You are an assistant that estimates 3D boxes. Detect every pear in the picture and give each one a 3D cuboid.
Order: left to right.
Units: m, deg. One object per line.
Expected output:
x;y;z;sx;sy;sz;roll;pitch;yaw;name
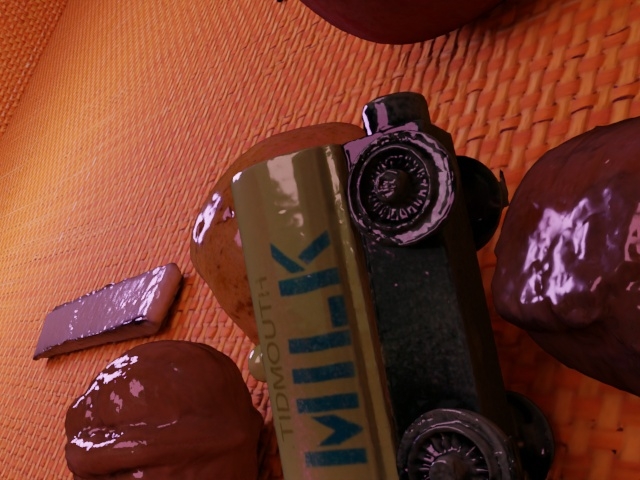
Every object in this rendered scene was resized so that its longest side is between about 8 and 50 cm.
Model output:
0.000;0.000;0.573;0.178;0.178;0.178;-37;37;35;pear

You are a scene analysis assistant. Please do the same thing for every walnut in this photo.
-0.119;0.156;0.631;0.167;0.149;0.166;0;90;33;walnut

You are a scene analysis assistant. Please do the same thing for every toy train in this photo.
0.028;0.055;0.434;0.157;0.105;0.253;-16;81;28;toy train

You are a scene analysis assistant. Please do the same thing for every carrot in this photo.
0.193;0.018;0.281;0.302;0.139;0.138;17;79;53;carrot

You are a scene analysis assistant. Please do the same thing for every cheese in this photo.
-0.288;0.100;1.046;0.400;0.034;0.085;-18;46;50;cheese

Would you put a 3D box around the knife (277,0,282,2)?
-0.075;-0.348;1.123;0.023;0.010;0.170;-50;29;6;knife

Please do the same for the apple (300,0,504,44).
0.070;-0.341;0.630;0.345;0.269;0.344;-36;38;35;apple
